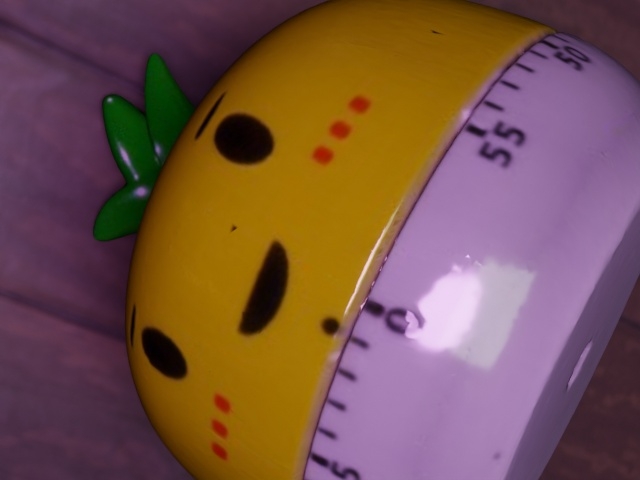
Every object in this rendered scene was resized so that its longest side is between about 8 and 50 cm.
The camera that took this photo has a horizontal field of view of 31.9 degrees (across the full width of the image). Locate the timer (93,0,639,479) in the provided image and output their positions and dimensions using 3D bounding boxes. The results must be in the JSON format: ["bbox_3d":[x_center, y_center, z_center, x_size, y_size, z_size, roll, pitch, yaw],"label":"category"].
[{"bbox_3d":[0.000,0.000,0.530,0.285,0.285,0.285,-5,101,-25],"label":"timer"}]
